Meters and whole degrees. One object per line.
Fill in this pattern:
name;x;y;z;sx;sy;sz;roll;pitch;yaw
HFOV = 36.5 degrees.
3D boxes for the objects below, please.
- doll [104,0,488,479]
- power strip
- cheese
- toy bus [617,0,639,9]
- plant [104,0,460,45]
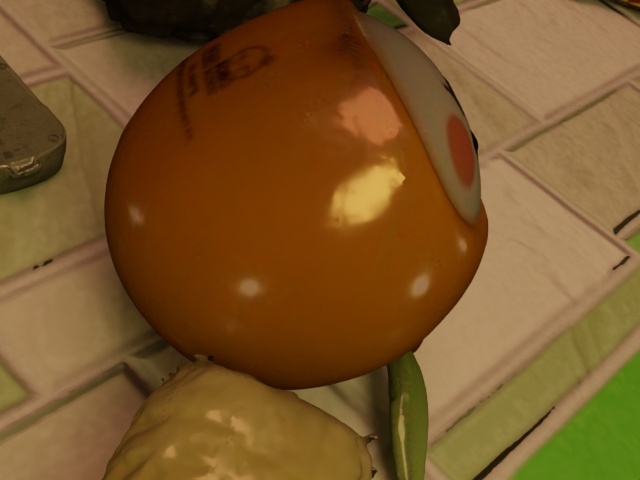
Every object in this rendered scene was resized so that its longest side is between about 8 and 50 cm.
doll;0.000;0.000;0.528;0.213;0.236;0.213;-22;33;15
power strip;-0.247;-0.108;0.629;0.080;0.029;0.227;-24;59;-37
cheese;-0.050;0.145;0.403;0.123;0.094;0.167;29;45;-6
toy bus;0.337;-0.285;1.032;0.226;0.074;0.081;19;42;-5
plant;-0.016;-0.258;0.747;0.312;0.213;0.215;-4;45;-24
